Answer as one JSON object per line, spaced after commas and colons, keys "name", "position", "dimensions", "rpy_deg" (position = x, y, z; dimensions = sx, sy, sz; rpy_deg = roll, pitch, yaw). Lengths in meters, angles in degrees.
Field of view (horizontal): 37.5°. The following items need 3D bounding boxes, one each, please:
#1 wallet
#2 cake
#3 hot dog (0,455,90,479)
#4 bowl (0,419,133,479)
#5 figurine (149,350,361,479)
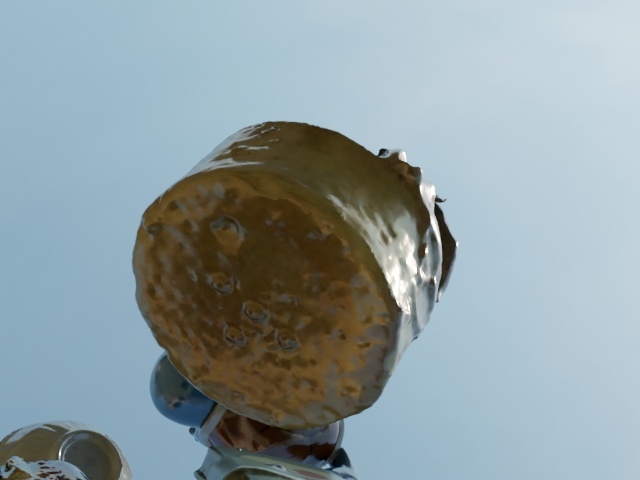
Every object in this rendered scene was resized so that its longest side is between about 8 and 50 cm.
{"name": "wallet", "position": [-0.020, 0.339, 1.208], "dimensions": [0.252, 0.360, 0.083], "rpy_deg": [18, -98, -18]}
{"name": "cake", "position": [-0.006, 0.004, 1.084], "dimensions": [0.332, 0.332, 0.321], "rpy_deg": [9, -151, 23]}
{"name": "hot dog", "position": [-0.290, 0.289, 0.766], "dimensions": [0.185, 0.223, 0.405], "rpy_deg": [16, -173, -24]}
{"name": "bowl", "position": [-0.285, 0.275, 1.098], "dimensions": [0.189, 0.086, 0.189], "rpy_deg": [27, -142, -23]}
{"name": "figurine", "position": [-0.083, 0.303, 1.560], "dimensions": [0.416, 0.298, 0.243], "rpy_deg": [37, -150, 2]}
